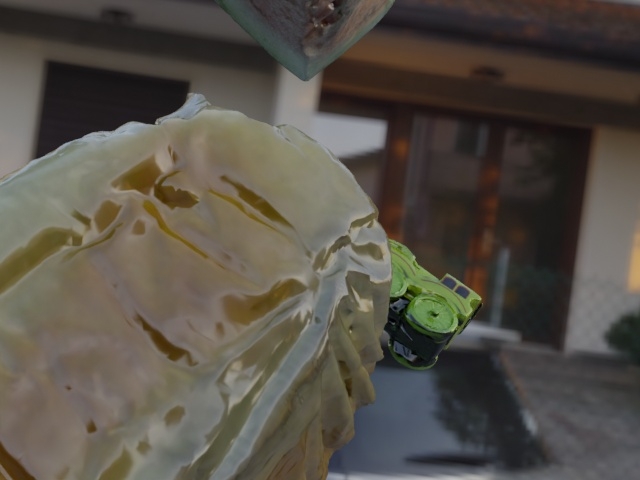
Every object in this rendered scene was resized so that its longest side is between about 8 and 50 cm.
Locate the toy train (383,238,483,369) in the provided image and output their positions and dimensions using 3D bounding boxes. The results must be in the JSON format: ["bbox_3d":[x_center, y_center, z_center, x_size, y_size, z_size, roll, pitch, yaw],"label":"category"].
[{"bbox_3d":[0.000,0.000,1.068,0.250,0.053,0.085,36,40,7],"label":"toy train"}]

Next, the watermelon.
[{"bbox_3d":[-0.009,-0.265,1.148,0.232,0.193,0.310,18,-27,46],"label":"watermelon"}]

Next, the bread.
[{"bbox_3d":[-0.125,0.102,0.691,0.388,0.236,0.183,-38,-7,-25],"label":"bread"}]
